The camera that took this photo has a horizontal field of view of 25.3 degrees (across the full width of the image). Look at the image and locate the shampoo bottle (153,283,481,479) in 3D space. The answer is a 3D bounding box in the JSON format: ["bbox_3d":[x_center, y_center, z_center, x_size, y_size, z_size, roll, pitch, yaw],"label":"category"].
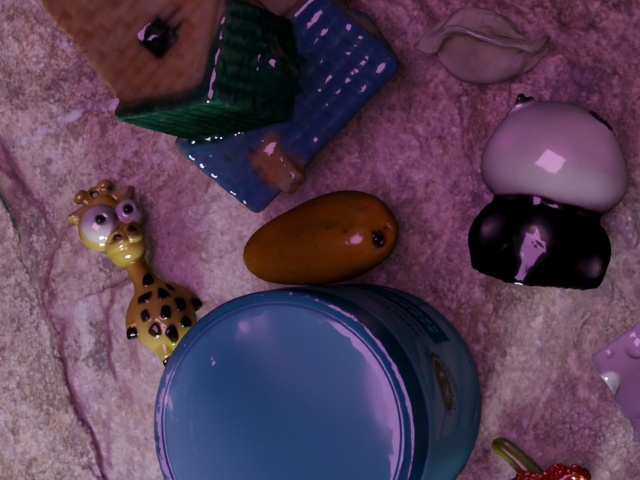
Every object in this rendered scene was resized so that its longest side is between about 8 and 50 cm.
[{"bbox_3d":[0.010,0.220,1.805,0.331,0.342,0.331,0,90,20],"label":"shampoo bottle"}]

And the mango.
[{"bbox_3d":[0.000,0.000,1.923,0.253,0.138,0.113,-12,122,38],"label":"mango"}]

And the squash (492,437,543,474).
[{"bbox_3d":[0.260,0.291,1.880,0.083,0.027,0.027,44,104,15],"label":"squash"}]

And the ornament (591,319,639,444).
[{"bbox_3d":[0.504,0.193,1.632,0.240,0.240,0.239,-40,44,16],"label":"ornament"}]

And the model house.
[{"bbox_3d":[-0.105,-0.255,1.822,0.334,0.382,0.342,-45,71,17],"label":"model house"}]

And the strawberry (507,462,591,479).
[{"bbox_3d":[0.285,0.341,1.841,0.104,0.048,0.152,36,121,-15],"label":"strawberry"}]

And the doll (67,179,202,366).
[{"bbox_3d":[-0.261,0.041,2.043,0.117,0.086,0.291,-24,77,-22],"label":"doll"}]

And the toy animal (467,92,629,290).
[{"bbox_3d":[0.288,-0.059,1.797,0.187,0.165,0.235,10,92,17],"label":"toy animal"}]

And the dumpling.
[{"bbox_3d":[0.197,-0.253,1.844,0.169,0.134,0.100,28,100,21],"label":"dumpling"}]
